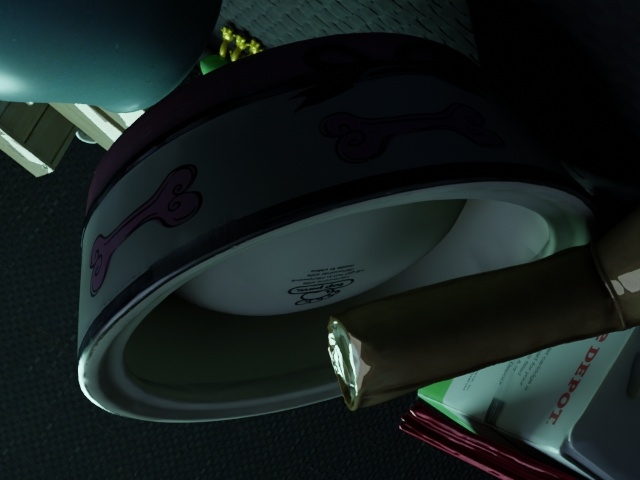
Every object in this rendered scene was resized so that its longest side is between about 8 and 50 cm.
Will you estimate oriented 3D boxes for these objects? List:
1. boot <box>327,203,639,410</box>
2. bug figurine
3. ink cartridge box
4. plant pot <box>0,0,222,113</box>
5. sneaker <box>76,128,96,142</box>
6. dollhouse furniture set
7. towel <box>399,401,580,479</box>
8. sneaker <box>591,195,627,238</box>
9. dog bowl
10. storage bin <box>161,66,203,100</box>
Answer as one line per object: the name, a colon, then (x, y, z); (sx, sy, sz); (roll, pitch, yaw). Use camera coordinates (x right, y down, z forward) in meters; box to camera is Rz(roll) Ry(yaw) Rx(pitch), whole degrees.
boot: (0.145, 0.040, 0.665); (0.236, 0.269, 0.089); (92, 163, -64)
bug figurine: (-0.033, -0.131, 1.106); (0.216, 0.072, 0.279); (32, 172, 12)
ink cartridge box: (0.248, 0.118, 0.954); (0.121, 0.211, 0.289); (36, 171, -16)
plant pot: (-0.222, -0.225, 0.743); (0.271, 0.272, 0.255); (27, -176, 42)
sneaker: (-0.356, -0.237, 1.469); (0.305, 0.152, 0.114); (28, 172, 44)
dollhouse furniture set: (-0.270, -0.216, 1.175); (0.355, 0.174, 0.303); (-12, 137, 45)
towel: (0.200, 0.231, 0.963); (0.199, 0.031, 0.275); (23, 172, 26)
sneaker: (0.233, -0.008, 0.867); (0.078, 0.067, 0.188); (60, 165, -19)
dog bowl: (0.000, 0.000, 0.767); (0.408, 0.408, 0.150); (53, -163, -65)
storage bin: (-0.128, -0.151, 1.318); (0.180, 0.084, 0.122); (31, 171, 24)
